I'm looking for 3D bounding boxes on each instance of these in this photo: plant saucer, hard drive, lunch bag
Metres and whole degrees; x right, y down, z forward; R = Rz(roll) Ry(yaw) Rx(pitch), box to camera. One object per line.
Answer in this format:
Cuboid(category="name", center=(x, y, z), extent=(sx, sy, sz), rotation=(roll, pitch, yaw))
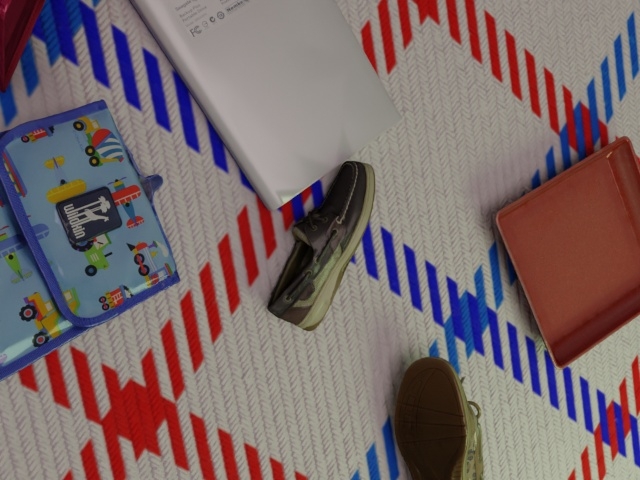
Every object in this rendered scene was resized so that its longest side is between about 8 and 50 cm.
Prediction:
Cuboid(category="plant saucer", center=(0.388, 0.016, 0.996), extent=(0.258, 0.047, 0.259), rotation=(-29, 103, -16))
Cuboid(category="hard drive", center=(-0.064, -0.227, 0.812), extent=(0.210, 0.040, 0.319), rotation=(-36, 105, -14))
Cuboid(category="lunch bag", center=(-0.300, -0.003, 0.715), extent=(0.293, 0.138, 0.221), rotation=(-29, 103, -28))

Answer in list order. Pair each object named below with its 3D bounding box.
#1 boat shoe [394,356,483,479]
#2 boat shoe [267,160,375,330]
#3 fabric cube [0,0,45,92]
Cuboid(category="boat shoe", center=(0.170, 0.286, 0.920), extent=(0.089, 0.104, 0.286), rotation=(-24, 111, -55))
Cuboid(category="boat shoe", center=(-0.001, 0.000, 0.834), extent=(0.073, 0.080, 0.224), rotation=(21, 92, -26))
Cuboid(category="fabric cube", center=(-0.348, -0.319, 0.567), extent=(0.258, 0.254, 0.259), rotation=(22, 78, -22))
